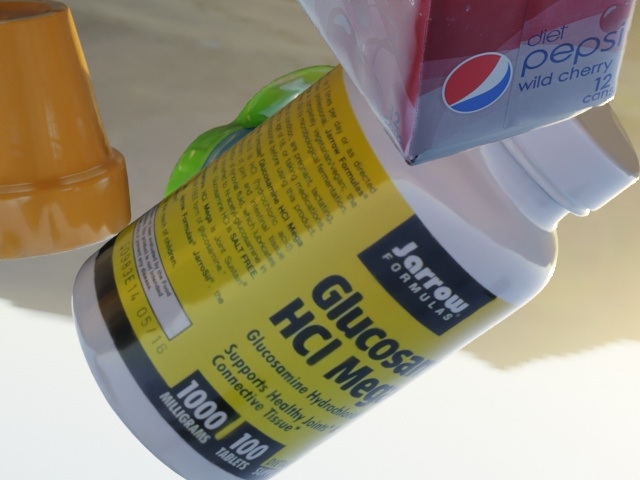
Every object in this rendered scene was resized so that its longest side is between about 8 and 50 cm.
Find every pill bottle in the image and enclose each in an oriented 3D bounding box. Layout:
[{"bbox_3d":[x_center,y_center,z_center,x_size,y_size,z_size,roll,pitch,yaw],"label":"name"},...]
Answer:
[{"bbox_3d":[0.023,-0.001,1.200,0.188,0.334,0.188,46,-160,-22],"label":"pill bottle"}]

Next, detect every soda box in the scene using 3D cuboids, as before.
[{"bbox_3d":[0.015,-0.151,0.698,0.083,0.092,0.263,-15,-131,-20],"label":"soda box"}]

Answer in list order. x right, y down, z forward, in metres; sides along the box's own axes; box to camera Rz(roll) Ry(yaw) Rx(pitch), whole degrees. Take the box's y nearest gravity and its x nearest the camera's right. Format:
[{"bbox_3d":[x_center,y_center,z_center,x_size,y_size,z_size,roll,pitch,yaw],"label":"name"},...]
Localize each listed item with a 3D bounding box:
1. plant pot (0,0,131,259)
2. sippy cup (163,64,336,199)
[{"bbox_3d":[-0.267,-0.101,1.620,0.205,0.188,0.205,-2,-164,1],"label":"plant pot"},{"bbox_3d":[0.000,0.000,1.869,0.224,0.305,0.240,1,-156,35],"label":"sippy cup"}]
